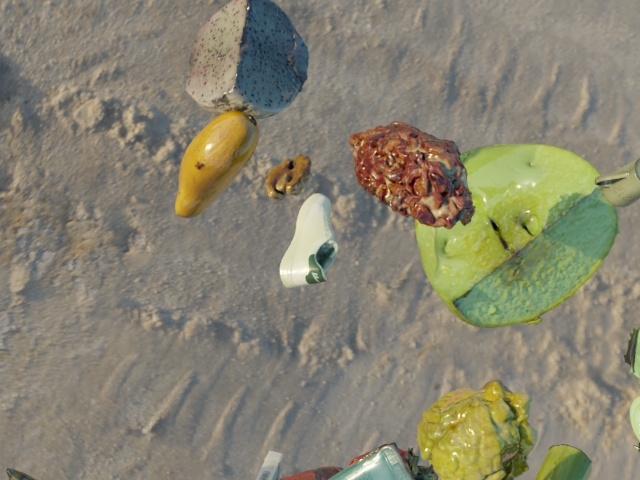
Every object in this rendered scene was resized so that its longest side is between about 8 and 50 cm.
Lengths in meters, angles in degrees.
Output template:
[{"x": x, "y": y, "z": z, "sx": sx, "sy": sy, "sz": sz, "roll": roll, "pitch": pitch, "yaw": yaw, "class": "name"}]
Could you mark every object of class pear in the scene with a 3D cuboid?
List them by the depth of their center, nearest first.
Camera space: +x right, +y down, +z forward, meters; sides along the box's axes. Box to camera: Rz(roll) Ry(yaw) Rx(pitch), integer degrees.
[{"x": 0.335, "y": -0.031, "z": 1.389, "sx": 0.342, "sy": 0.318, "sz": 0.238, "roll": -39, "pitch": 134, "yaw": 7, "class": "pear"}]

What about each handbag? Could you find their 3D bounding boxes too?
[{"x": -0.019, "y": 0.697, "z": 2.042, "sx": 0.135, "sy": 0.225, "sz": 0.147, "roll": 7, "pitch": 62, "yaw": -39, "class": "handbag"}]

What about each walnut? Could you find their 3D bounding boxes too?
[{"x": -0.087, "y": -0.171, "z": 2.110, "sx": 0.069, "sy": 0.142, "sz": 0.170, "roll": 57, "pitch": 33, "yaw": -30, "class": "walnut"}]

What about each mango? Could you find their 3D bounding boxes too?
[{"x": -0.245, "y": -0.177, "z": 1.706, "sx": 0.120, "sy": 0.295, "sz": 0.177, "roll": 45, "pitch": 33, "yaw": -1, "class": "mango"}]

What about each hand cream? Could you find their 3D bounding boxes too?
[{"x": 0.000, "y": 0.286, "z": 0.755, "sx": 0.083, "sy": 0.224, "sz": 0.048, "roll": 61, "pitch": 16, "yaw": 10, "class": "hand cream"}]

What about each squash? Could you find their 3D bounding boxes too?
[{"x": 0.447, "y": 0.488, "z": 1.442, "sx": 0.188, "sy": 0.095, "sz": 0.095, "roll": -40, "pitch": 105, "yaw": -44, "class": "squash"}]

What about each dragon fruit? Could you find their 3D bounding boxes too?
[{"x": -0.176, "y": -0.403, "z": 1.780, "sx": 0.203, "sy": 0.221, "sz": 0.283, "roll": 25, "pitch": 65, "yaw": -43, "class": "dragon fruit"}]

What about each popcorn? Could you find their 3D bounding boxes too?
[{"x": 0.330, "y": 0.413, "z": 1.562, "sx": 0.259, "sy": 0.259, "sz": 0.212, "roll": -22, "pitch": 97, "yaw": -33, "class": "popcorn"}]

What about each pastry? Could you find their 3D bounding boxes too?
[{"x": 0.106, "y": -0.081, "z": 0.880, "sx": 0.115, "sy": 0.208, "sz": 0.097, "roll": -6, "pitch": 110, "yaw": -13, "class": "pastry"}]

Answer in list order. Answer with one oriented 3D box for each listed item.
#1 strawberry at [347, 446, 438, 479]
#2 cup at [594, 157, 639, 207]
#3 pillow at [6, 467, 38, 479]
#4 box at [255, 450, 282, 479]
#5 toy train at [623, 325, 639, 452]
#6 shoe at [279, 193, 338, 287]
[{"x": 0.090, "y": 0.353, "z": 1.044, "sx": 0.131, "sy": 0.148, "sz": 0.131, "roll": 52, "pitch": 20, "yaw": -27, "class": "strawberry"}, {"x": 0.446, "y": -0.091, "z": 1.090, "sx": 0.074, "sy": 0.083, "sz": 0.055, "roll": 33, "pitch": 73, "yaw": 2, "class": "cup"}, {"x": -0.467, "y": 0.496, "z": 1.351, "sx": 0.212, "sy": 0.208, "sz": 0.052, "roll": 36, "pitch": 65, "yaw": 12, "class": "pillow"}, {"x": -0.123, "y": 0.556, "z": 1.717, "sx": 0.040, "sy": 0.154, "sz": 0.084, "roll": 8, "pitch": 104, "yaw": 8, "class": "box"}, {"x": 0.514, "y": 0.211, "z": 0.941, "sx": 0.158, "sy": 0.271, "sz": 0.188, "roll": -10, "pitch": 115, "yaw": -20, "class": "toy train"}, {"x": 0.000, "y": 0.000, "z": 1.689, "sx": 0.095, "sy": 0.110, "sz": 0.265, "roll": 61, "pitch": 39, "yaw": -41, "class": "shoe"}]
